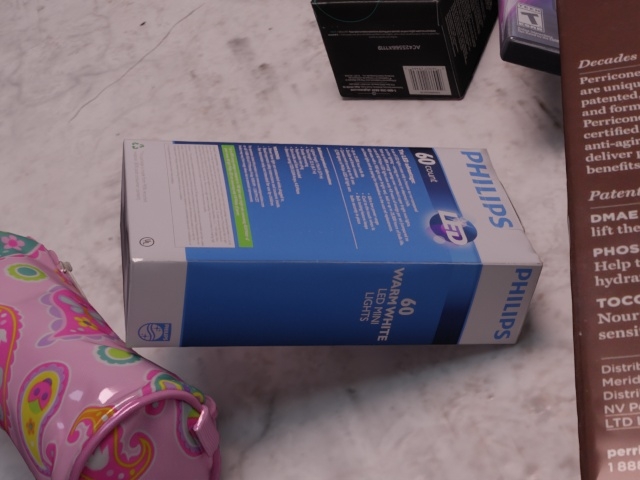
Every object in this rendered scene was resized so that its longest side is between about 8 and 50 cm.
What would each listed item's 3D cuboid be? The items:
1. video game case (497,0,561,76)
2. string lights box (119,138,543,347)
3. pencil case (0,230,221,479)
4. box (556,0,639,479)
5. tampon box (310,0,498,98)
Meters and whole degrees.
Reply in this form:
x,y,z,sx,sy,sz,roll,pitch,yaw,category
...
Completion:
x,y,z,sx,sy,sz,roll,pitch,yaw,category
0.239,-0.210,0.930,0.196,0.026,0.274,14,44,-6,video game case
0.000,0.000,0.753,0.259,0.077,0.133,1,38,-12,string lights box
-0.181,0.087,0.775,0.124,0.124,0.284,-37,41,-18,pencil case
0.211,0.030,0.620,0.143,0.191,0.381,-6,42,17,box
0.084,-0.215,1.010,0.120,0.101,0.161,4,46,26,tampon box
